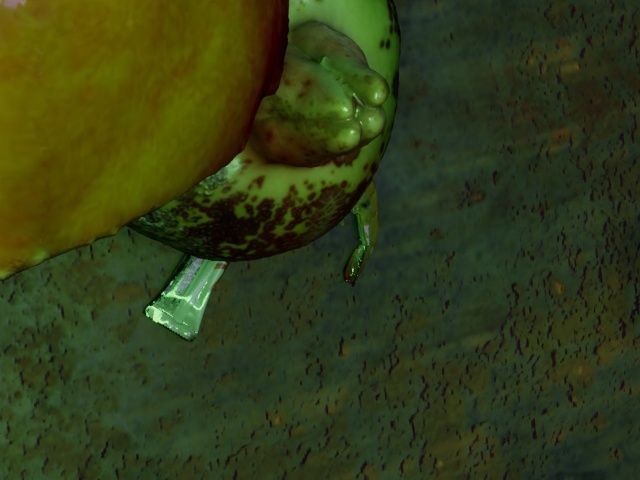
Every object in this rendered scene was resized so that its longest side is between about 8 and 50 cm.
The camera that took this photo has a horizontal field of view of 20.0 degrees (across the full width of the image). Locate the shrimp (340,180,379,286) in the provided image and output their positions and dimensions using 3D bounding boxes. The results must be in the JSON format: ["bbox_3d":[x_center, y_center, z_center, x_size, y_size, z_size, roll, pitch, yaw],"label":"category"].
[{"bbox_3d":[0.000,0.000,1.197,0.114,0.023,0.083,-37,116,-29],"label":"shrimp"}]

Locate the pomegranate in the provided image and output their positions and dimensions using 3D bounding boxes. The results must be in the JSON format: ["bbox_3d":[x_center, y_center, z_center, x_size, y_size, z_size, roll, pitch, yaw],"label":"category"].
[{"bbox_3d":[-0.034,-0.085,1.032,0.214,0.248,0.214,-9,107,-31],"label":"pomegranate"}]

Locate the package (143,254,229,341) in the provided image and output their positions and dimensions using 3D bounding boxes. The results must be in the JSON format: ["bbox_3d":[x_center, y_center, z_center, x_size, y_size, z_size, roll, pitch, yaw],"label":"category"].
[{"bbox_3d":[-0.069,0.010,1.152,0.037,0.015,0.110,33,77,-10],"label":"package"}]

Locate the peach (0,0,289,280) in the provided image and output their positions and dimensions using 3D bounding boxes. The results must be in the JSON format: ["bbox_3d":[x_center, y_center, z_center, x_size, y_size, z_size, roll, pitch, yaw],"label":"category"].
[{"bbox_3d":[-0.222,-0.141,0.820,0.406,0.335,0.310,-14,113,-7],"label":"peach"}]
